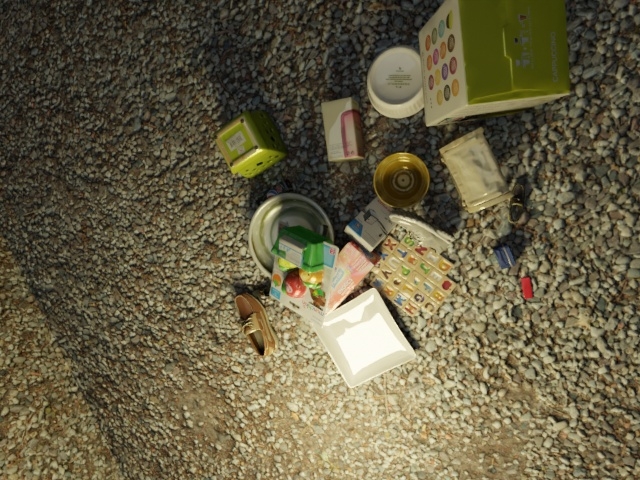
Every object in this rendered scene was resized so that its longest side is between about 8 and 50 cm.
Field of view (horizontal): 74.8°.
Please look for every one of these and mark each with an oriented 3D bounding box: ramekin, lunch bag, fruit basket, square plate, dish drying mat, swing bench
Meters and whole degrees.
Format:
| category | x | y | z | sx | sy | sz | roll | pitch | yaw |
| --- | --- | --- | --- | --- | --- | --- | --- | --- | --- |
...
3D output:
| category | x | y | z | sx | sy | sz | roll | pitch | yaw |
| --- | --- | --- | --- | --- | --- | --- | --- | --- | --- |
| ramekin | 0.302 | -0.616 | 1.608 | 0.273 | 0.127 | 0.273 | 2 | 98 | 17 |
| lunch bag | 0.705 | 0.056 | 1.602 | 0.065 | 0.067 | 0.098 | -22 | 89 | 19 |
| fruit basket | -0.088 | 0.133 | 1.678 | 0.327 | 0.165 | 0.353 | 26 | 110 | 36 |
| square plate | 0.185 | 0.426 | 1.829 | 0.347 | 0.049 | 0.344 | -32 | 86 | 19 |
| dish drying mat | 0.799 | 0.184 | 1.621 | 0.032 | 0.008 | 0.083 | -10 | 93 | 18 |
| swing bench | 0.551 | -0.244 | 1.511 | 0.165 | 0.255 | 0.253 | -25 | 89 | 19 |

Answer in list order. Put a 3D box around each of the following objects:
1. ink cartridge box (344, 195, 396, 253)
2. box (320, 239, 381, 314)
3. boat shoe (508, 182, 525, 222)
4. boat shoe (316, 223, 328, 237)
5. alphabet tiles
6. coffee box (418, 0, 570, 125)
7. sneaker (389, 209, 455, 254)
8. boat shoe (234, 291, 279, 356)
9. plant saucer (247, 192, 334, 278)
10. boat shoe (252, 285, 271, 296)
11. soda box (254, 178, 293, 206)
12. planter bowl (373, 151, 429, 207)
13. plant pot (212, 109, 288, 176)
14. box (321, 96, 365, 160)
| category | x | y | z | sx | sy | sz | roll | pitch | yaw |
| --- | --- | --- | --- | --- | --- | --- | --- | --- | --- |
| ink cartridge box | 0.212 | -0.065 | 1.686 | 0.139 | 0.082 | 0.191 | 43 | 73 | 8 |
| box | 0.096 | 0.146 | 1.758 | 0.142 | 0.154 | 0.300 | 43 | 111 | 8 |
| boat shoe | 0.740 | -0.139 | 1.573 | 0.056 | 0.049 | 0.152 | 5 | 98 | 18 |
| boat shoe | 0.000 | 0.000 | 1.727 | 0.040 | 0.049 | 0.142 | 2 | 115 | -26 |
| alphabet tiles | 0.376 | 0.144 | 1.749 | 0.342 | 0.011 | 0.285 | 37 | 106 | 10 |
| coffee box | 0.547 | -0.590 | 1.369 | 0.338 | 0.334 | 0.337 | -8 | 96 | -6 |
| sneaker | 0.386 | -0.027 | 1.637 | 0.281 | 0.105 | 0.115 | 26 | 109 | -9 |
| boat shoe | -0.306 | 0.389 | 1.940 | 0.123 | 0.116 | 0.324 | -34 | 86 | 26 |
| plant saucer | -0.120 | -0.010 | 1.840 | 0.400 | 0.100 | 0.400 | 2 | 98 | 17 |
| boat shoe | -0.261 | 0.238 | 1.950 | 0.133 | 0.042 | 0.049 | -10 | 97 | 20 |
| soda box | -0.208 | -0.209 | 1.861 | 0.169 | 0.060 | 0.053 | -28 | 89 | 19 |
| planter bowl | 0.326 | -0.239 | 1.670 | 0.217 | 0.090 | 0.217 | 2 | 98 | 17 |
| plant pot | -0.310 | -0.414 | 1.790 | 0.228 | 0.207 | 0.227 | -28 | 89 | 20 |
| box | 0.095 | -0.439 | 1.687 | 0.127 | 0.148 | 0.232 | -5 | 96 | 18 |
